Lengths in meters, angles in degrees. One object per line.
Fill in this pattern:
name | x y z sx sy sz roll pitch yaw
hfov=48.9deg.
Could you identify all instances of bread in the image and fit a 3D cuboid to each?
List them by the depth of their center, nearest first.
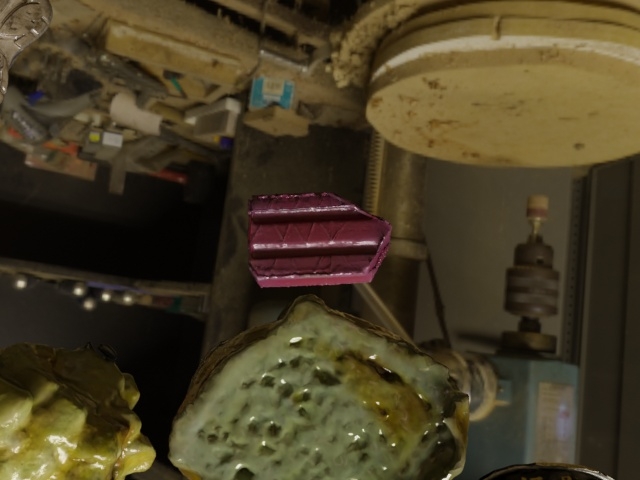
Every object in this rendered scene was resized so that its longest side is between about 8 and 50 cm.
bread | -0.012 0.157 0.632 0.239 0.196 0.252 23 173 5

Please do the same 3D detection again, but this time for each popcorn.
popcorn | -0.322 0.216 0.781 0.252 0.215 0.286 12 179 19

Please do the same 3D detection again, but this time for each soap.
soap | 0.000 0.000 1.233 0.250 0.162 0.099 -2 157 4

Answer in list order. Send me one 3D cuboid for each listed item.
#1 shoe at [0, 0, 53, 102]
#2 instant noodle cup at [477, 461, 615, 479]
shoe | -0.342 -0.183 0.678 0.092 0.180 0.089 -1 147 46
instant noodle cup | 0.189 0.274 0.567 0.152 0.151 0.122 5 -149 10
